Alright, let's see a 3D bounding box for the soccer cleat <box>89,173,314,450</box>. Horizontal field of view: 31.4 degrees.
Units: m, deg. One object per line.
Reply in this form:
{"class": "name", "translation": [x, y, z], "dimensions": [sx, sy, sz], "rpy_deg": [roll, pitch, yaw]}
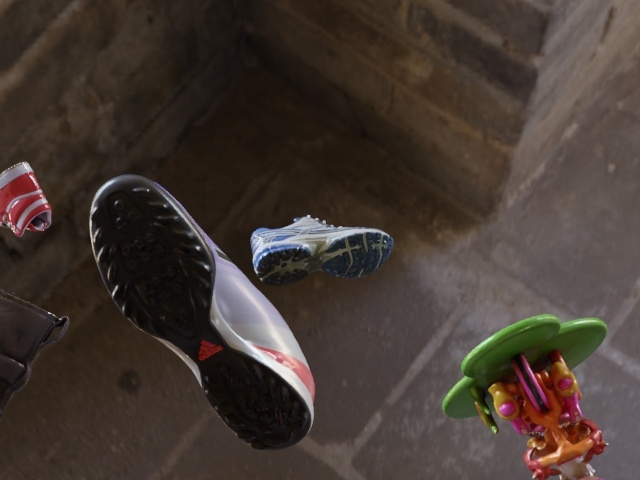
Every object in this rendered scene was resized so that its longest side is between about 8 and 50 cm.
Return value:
{"class": "soccer cleat", "translation": [-0.110, 0.060, 1.109], "dimensions": [0.108, 0.318, 0.116], "rpy_deg": [-29, 21, 17]}

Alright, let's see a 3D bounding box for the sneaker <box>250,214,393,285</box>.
{"class": "sneaker", "translation": [0.000, 0.000, 1.017], "dimensions": [0.135, 0.052, 0.058], "rpy_deg": [-4, 38, -23]}

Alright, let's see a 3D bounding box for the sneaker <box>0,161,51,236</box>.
{"class": "sneaker", "translation": [-0.317, -0.022, 1.152], "dimensions": [0.067, 0.118, 0.042], "rpy_deg": [58, 36, 4]}

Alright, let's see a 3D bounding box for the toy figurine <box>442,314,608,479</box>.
{"class": "toy figurine", "translation": [0.170, 0.146, 0.755], "dimensions": [0.130, 0.173, 0.159], "rpy_deg": [-29, 65, 5]}

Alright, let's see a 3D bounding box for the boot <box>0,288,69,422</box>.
{"class": "boot", "translation": [-0.394, 0.129, 1.077], "dimensions": [0.263, 0.091, 0.229], "rpy_deg": [17, 73, -7]}
